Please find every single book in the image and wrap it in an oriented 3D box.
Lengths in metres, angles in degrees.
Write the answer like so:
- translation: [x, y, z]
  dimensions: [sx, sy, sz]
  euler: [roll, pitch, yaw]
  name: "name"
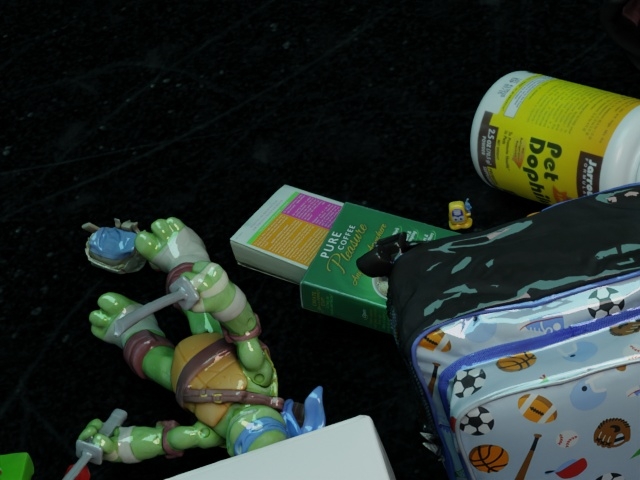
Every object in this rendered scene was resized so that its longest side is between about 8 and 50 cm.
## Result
- translation: [0.000, 0.000, 1.764]
  dimensions: [0.144, 0.035, 0.096]
  euler: [19, 53, 30]
  name: "book"

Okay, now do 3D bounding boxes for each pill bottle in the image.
- translation: [0.251, -0.080, 1.689]
  dimensions: [0.215, 0.117, 0.117]
  euler: [20, 54, 41]
  name: "pill bottle"

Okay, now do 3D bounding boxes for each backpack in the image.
- translation: [0.194, 0.109, 1.427]
  dimensions: [0.276, 0.263, 0.213]
  euler: [-12, 49, 8]
  name: "backpack"

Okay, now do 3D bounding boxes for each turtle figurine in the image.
- translation: [-0.148, 0.091, 1.584]
  dimensions: [0.274, 0.198, 0.266]
  euler: [-8, 31, -18]
  name: "turtle figurine"

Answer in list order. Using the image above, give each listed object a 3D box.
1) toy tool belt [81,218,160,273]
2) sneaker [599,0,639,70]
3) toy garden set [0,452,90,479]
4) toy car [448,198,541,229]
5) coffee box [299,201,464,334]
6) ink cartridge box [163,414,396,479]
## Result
- translation: [-0.192, 0.005, 1.804]
  dimensions: [0.083, 0.051, 0.052]
  euler: [6, 48, 22]
  name: "toy tool belt"
- translation: [0.371, -0.278, 1.820]
  dimensions: [0.202, 0.185, 0.483]
  euler: [-7, 43, 5]
  name: "sneaker"
- translation: [-0.264, 0.289, 1.546]
  dimensions: [0.204, 0.049, 0.244]
  euler: [-8, 43, 12]
  name: "toy garden set"
- translation: [0.169, -0.009, 1.712]
  dimensions: [0.122, 0.040, 0.060]
  euler: [4, 47, 21]
  name: "toy car"
- translation: [0.085, 0.036, 1.672]
  dimensions: [0.184, 0.040, 0.113]
  euler: [15, 51, 16]
  name: "coffee box"
- translation: [-0.006, 0.303, 1.286]
  dimensions: [0.197, 0.270, 0.198]
  euler: [-18, 43, 1]
  name: "ink cartridge box"
